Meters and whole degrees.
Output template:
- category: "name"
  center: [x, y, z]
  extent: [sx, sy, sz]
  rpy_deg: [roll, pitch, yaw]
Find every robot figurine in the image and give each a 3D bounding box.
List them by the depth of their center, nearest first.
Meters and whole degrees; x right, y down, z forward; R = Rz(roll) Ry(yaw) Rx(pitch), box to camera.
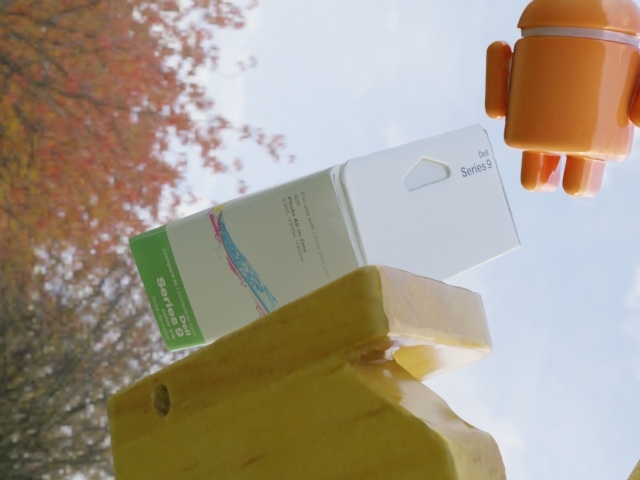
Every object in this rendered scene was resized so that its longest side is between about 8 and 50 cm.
- category: "robot figurine"
  center: [0.248, -0.152, 0.989]
  extent: [0.158, 0.128, 0.220]
  rpy_deg: [-163, -102, -67]

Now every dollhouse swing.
- category: "dollhouse swing"
  center: [0.086, 0.220, 0.511]
  extent: [0.315, 0.305, 0.347]
  rpy_deg: [-30, -115, 47]

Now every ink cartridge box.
- category: "ink cartridge box"
  center: [0.000, 0.000, 0.684]
  extent: [0.212, 0.154, 0.093]
  rpy_deg: [-18, -88, 45]

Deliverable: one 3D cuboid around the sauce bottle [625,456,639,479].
- category: "sauce bottle"
  center: [0.201, 0.106, 0.543]
  extent: [0.128, 0.042, 0.042]
  rpy_deg: [-55, -153, -7]
